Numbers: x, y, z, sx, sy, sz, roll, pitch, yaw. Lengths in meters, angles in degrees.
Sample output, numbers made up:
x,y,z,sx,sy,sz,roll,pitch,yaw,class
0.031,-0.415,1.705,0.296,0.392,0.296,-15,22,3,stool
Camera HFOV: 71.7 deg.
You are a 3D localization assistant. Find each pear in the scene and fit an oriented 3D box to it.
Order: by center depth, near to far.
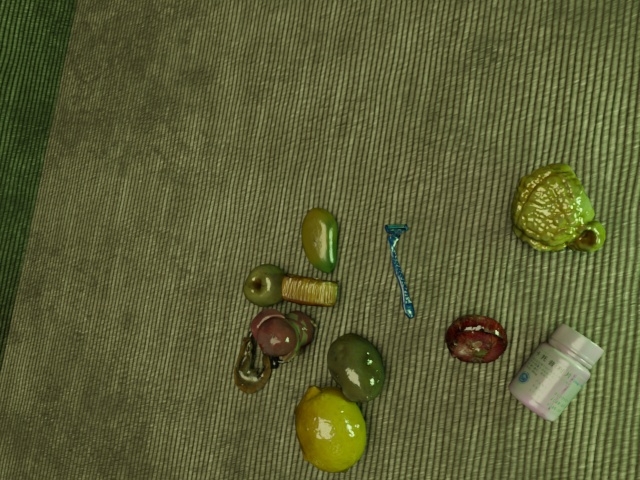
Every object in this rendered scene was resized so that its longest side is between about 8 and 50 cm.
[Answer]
x,y,z,sx,sy,sz,roll,pitch,yaw,class
-0.198,0.168,1.636,0.167,0.136,0.167,-4,80,23,pear

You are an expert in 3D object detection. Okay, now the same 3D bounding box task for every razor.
x,y,z,sx,sy,sz,roll,pitch,yaw,class
0.274,0.105,1.518,0.056,0.093,0.324,-19,78,58,razor

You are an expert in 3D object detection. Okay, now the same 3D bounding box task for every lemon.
x,y,z,sx,sy,sz,roll,pitch,yaw,class
0.031,0.608,1.444,0.233,0.233,0.288,-30,77,14,lemon

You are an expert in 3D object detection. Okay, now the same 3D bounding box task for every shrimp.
x,y,z,sx,sy,sz,roll,pitch,yaw,class
-0.247,0.452,1.658,0.145,0.059,0.254,18,90,19,shrimp

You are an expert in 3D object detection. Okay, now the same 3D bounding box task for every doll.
x,y,z,sx,sy,sz,roll,pitch,yaw,class
-0.130,0.323,1.526,0.196,0.256,0.152,24,97,21,doll

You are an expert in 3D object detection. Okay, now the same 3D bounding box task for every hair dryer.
x,y,z,sx,sy,sz,roll,pitch,yaw,class
-0.143,0.435,1.644,0.083,0.031,0.079,-4,73,6,hair dryer

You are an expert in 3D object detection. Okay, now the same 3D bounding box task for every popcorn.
x,y,z,sx,sy,sz,roll,pitch,yaw,class
0.685,-0.078,1.328,0.225,0.174,0.286,-26,85,31,popcorn

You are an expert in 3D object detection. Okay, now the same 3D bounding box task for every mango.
x,y,z,sx,sy,sz,roll,pitch,yaw,class
-0.006,-0.002,1.611,0.137,0.091,0.237,0,83,26,mango

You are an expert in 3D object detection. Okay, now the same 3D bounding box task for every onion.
x,y,z,sx,sy,sz,roll,pitch,yaw,class
0.482,0.295,1.376,0.184,0.147,0.184,9,123,13,onion

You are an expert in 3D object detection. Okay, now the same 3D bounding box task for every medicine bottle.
x,y,z,sx,sy,sz,roll,pitch,yaw,class
0.676,0.376,1.277,0.152,0.152,0.254,36,96,21,medicine bottle

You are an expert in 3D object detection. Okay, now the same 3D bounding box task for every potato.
x,y,z,sx,sy,sz,roll,pitch,yaw,class
0.118,0.418,1.461,0.178,0.160,0.235,-18,48,2,potato

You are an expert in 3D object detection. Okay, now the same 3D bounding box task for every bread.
x,y,z,sx,sy,sz,roll,pitch,yaw,class
-0.039,0.177,1.548,0.199,0.199,0.104,7,86,21,bread
